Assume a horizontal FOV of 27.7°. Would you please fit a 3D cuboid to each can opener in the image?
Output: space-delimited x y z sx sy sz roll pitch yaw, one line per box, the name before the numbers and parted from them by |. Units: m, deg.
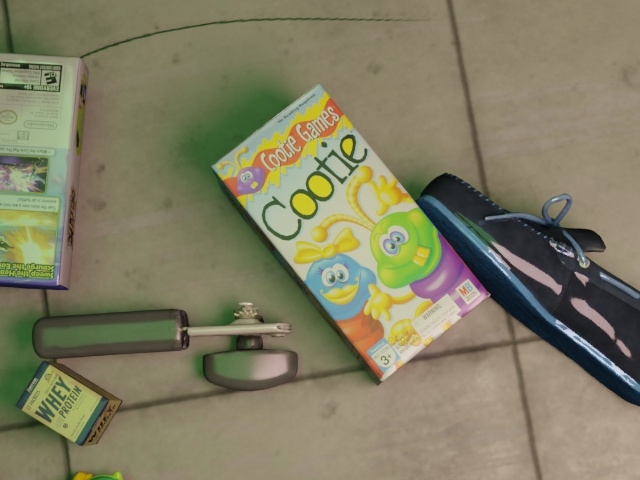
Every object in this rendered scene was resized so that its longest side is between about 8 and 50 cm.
can opener | -0.165 0.112 1.384 0.280 0.074 0.093 1 83 2

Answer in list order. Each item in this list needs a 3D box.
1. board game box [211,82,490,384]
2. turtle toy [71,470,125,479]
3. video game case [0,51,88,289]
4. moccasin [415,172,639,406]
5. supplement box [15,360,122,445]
board game box | 0.030 -0.001 1.351 0.142 0.144 0.275 -38 84 -5
turtle toy | -0.233 0.305 1.362 0.095 0.066 0.130 16 83 4
video game case | -0.391 -0.077 1.369 0.269 0.061 0.244 4 81 1
moccasin | 0.252 0.036 1.368 0.342 0.137 0.117 40 81 -7
supplement box | -0.265 0.172 1.373 0.083 0.083 0.056 30 84 6
